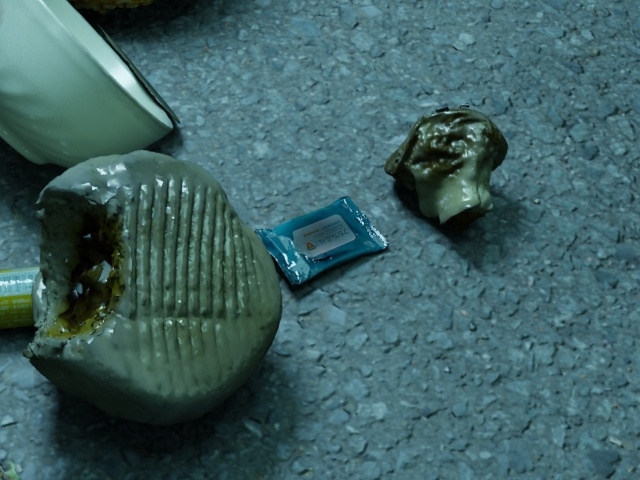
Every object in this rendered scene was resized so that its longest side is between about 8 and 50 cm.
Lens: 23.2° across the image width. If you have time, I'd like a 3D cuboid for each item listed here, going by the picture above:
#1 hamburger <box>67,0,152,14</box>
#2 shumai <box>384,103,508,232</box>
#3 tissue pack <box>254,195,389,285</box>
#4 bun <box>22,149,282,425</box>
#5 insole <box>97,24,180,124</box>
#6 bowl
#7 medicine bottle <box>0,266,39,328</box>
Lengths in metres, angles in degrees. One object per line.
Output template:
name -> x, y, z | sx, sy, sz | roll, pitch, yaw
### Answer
hamburger -> -0.262, -0.446, 1.913 | 0.330, 0.250, 0.330 | -2, 52, 3
shumai -> 0.146, -0.071, 1.750 | 0.145, 0.145, 0.116 | 2, 60, -8
tissue pack -> 0.000, 0.000, 1.730 | 0.138, 0.028, 0.085 | -22, 60, -30
bun -> -0.179, 0.051, 1.546 | 0.281, 0.205, 0.282 | 8, 76, -33
insole -> -0.213, -0.196, 1.841 | 0.004, 0.064, 0.188 | -41, 57, 1
bowl -> -0.302, -0.179, 1.705 | 0.145, 0.277, 0.277 | -43, 62, 5
medicine bottle -> -0.387, 0.067, 1.586 | 0.218, 0.074, 0.074 | -5, 51, -15
